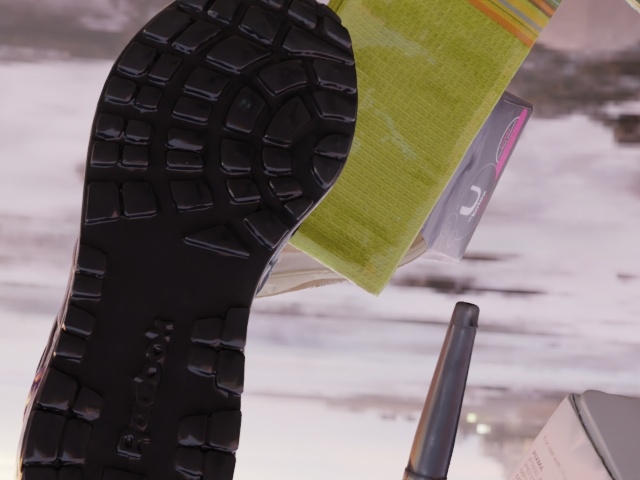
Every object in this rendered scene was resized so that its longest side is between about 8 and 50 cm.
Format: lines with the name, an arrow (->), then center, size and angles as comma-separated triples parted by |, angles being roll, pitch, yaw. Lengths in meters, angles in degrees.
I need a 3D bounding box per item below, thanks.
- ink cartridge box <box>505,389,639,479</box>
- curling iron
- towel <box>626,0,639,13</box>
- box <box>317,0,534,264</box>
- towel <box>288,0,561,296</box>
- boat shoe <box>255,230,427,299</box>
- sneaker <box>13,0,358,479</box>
ink cartridge box -> 0.229, 0.281, 1.325 | 0.226, 0.131, 0.306 | 11, 126, -28
curling iron -> 0.068, 0.175, 1.126 | 0.035, 0.274, 0.068 | 17, 180, 6
towel -> 0.310, -0.144, 0.911 | 0.271, 0.370, 0.040 | -21, 138, -17
box -> 0.024, -0.109, 1.477 | 0.270, 0.165, 0.143 | 28, -173, 22
towel -> 0.051, -0.096, 0.819 | 0.102, 0.237, 0.021 | 32, 177, -15
boat shoe -> 0.000, 0.000, 1.153 | 0.170, 0.059, 0.063 | -12, -173, -33
sneaker -> -0.073, 0.015, 0.725 | 0.107, 0.283, 0.124 | 24, 156, -10
